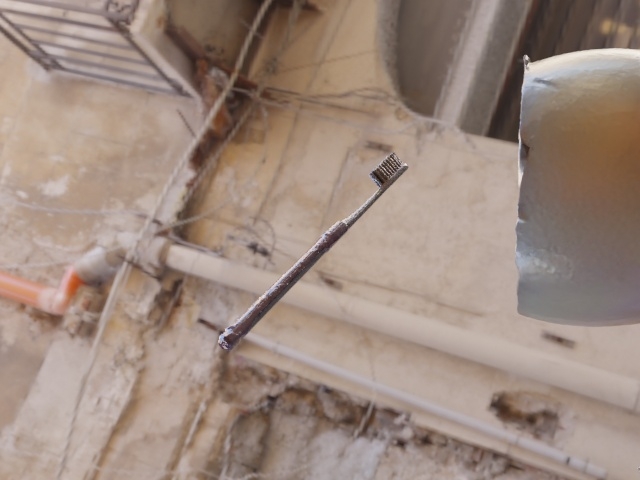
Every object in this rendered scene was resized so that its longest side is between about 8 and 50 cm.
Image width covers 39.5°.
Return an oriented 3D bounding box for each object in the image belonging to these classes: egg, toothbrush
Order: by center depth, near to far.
[{"bbox_3d":[0.000,0.000,0.973,0.354,0.029,0.024,-45,4,-39],"label":"toothbrush"},{"bbox_3d":[0.419,-0.064,1.120,0.354,0.340,0.354,2,-90,-75],"label":"egg"}]

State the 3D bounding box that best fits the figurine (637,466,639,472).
[{"bbox_3d":[0.480,0.329,1.222,0.050,0.083,0.047,-48,-31,16],"label":"figurine"}]
